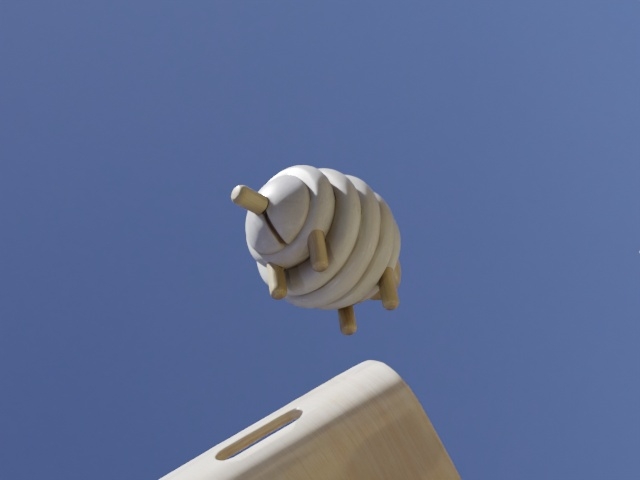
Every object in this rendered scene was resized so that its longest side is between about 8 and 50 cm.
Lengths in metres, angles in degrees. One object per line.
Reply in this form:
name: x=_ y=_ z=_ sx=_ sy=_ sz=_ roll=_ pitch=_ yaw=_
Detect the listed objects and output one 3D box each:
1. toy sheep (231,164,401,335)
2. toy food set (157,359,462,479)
toy sheep: x=0.000 y=0.000 z=0.853 sx=0.132 sy=0.091 sz=0.091 roll=34 pitch=-119 yaw=-41
toy food set: x=0.021 y=0.269 z=1.066 sx=0.220 sy=0.092 sz=0.306 roll=-28 pitch=-94 yaw=-20
